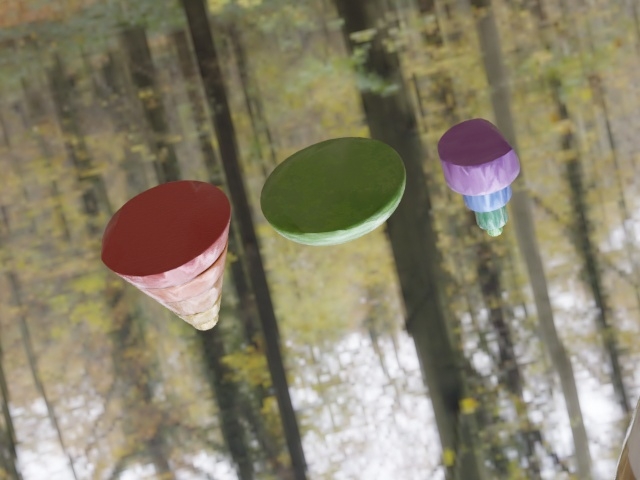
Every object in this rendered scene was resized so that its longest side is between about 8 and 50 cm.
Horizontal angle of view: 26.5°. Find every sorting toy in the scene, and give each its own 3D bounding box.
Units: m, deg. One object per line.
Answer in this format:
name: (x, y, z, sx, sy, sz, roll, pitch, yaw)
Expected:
sorting toy: (0.000, 0.000, 1.189, 0.366, 0.126, 0.127, -15, -141, 5)

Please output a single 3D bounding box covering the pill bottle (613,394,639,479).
pill bottle: (0.159, 0.100, 0.444, 0.131, 0.229, 0.131, 8, -153, -4)
